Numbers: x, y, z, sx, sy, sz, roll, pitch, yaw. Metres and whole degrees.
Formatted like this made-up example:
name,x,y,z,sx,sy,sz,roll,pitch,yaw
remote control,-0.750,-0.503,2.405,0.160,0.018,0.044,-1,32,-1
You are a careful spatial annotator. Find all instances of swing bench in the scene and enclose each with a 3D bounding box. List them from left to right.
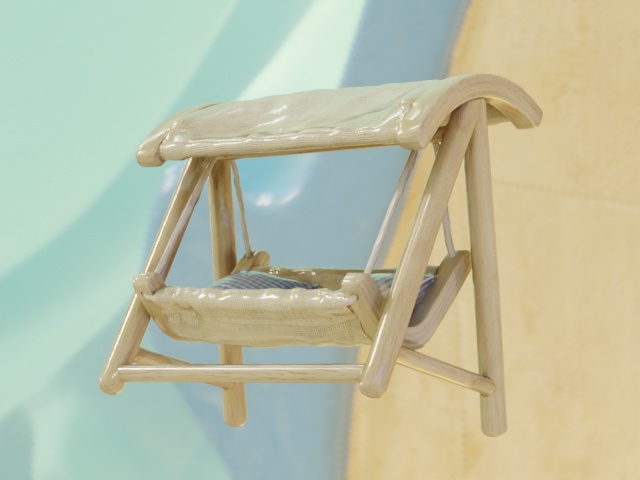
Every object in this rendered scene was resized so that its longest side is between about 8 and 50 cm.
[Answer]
name,x,y,z,sx,sy,sz,roll,pitch,yaw
swing bench,0.000,0.000,1.233,0.253,0.165,0.255,-3,73,37
